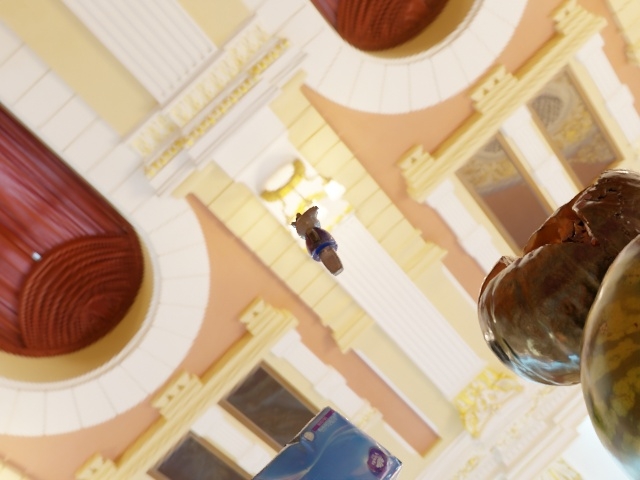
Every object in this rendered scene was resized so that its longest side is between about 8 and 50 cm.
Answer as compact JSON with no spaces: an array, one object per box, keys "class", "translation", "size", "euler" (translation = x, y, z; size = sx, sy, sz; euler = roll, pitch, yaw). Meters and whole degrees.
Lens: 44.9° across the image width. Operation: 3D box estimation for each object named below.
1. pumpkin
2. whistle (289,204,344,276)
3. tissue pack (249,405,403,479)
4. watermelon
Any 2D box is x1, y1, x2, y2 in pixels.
[{"class":"pumpkin","translation":[0.354,0.056,1.035],"size":[0.320,0.192,0.320],"euler":[-42,175,-4]},{"class":"whistle","translation":[0.000,0.000,0.729],"size":[0.033,0.029,0.083],"euler":[-39,-125,7]},{"class":"tissue pack","translation":[-0.004,0.453,1.395],"size":[0.263,0.198,0.146],"euler":[-32,151,-53]},{"class":"watermelon","translation":[0.368,0.105,0.669],"size":[0.285,0.285,0.285],"euler":[-31,-149,21]}]
